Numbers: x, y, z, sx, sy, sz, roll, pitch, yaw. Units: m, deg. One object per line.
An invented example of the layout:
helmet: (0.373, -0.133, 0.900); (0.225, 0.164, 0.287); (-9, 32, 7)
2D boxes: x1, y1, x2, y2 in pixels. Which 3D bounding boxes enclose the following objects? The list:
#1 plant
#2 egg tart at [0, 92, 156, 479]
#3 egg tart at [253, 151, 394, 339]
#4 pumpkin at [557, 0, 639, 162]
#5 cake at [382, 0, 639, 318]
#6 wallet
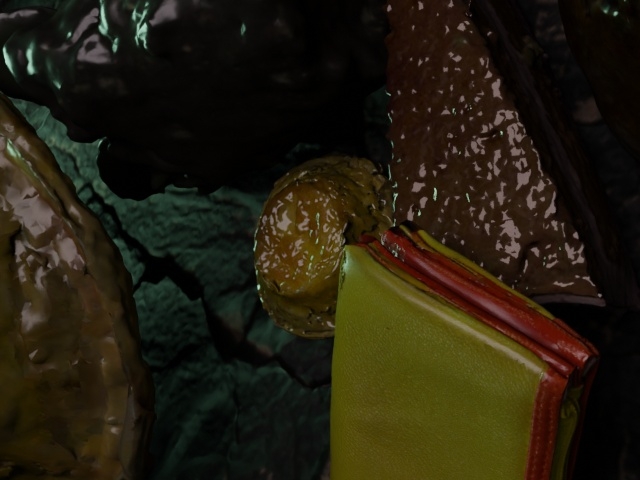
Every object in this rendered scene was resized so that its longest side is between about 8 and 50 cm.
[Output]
plant: (-0.079, -0.146, 0.832); (0.276, 0.199, 0.188); (-19, 57, 41)
egg tart: (-0.244, 0.048, 0.869); (0.341, 0.129, 0.341); (22, 121, 41)
egg tart: (0.000, 0.000, 0.830); (0.130, 0.052, 0.130); (-12, 70, 36)
pumpkin: (0.200, -0.105, 0.634); (0.312, 0.169, 0.148); (30, 94, 37)
cake: (0.087, -0.076, 0.744); (0.113, 0.116, 0.295); (-25, 65, 28)
wallet: (0.071, 0.117, 0.679); (0.141, 0.067, 0.241); (32, 134, 33)
